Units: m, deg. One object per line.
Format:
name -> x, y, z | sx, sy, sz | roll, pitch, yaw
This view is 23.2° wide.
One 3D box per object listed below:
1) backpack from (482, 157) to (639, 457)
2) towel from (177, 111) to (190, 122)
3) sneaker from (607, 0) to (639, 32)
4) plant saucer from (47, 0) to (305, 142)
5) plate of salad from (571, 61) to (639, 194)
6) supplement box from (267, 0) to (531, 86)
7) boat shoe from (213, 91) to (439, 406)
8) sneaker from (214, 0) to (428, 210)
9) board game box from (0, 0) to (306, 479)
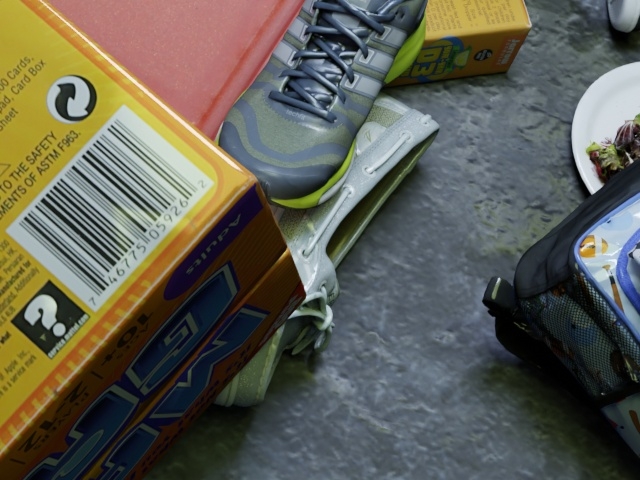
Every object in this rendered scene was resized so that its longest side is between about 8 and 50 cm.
backpack -> 0.318, 0.059, 1.218 | 0.276, 0.213, 0.263 | -37, 97, -24
towel -> -0.176, -0.166, 1.338 | 0.197, 0.029, 0.144 | 29, 62, 4
sneaker -> 0.345, -0.280, 1.477 | 0.121, 0.079, 0.216 | 14, 60, -4
plant saucer -> -0.134, -0.239, 1.277 | 0.259, 0.048, 0.258 | 33, 92, -5
plate of salad -> 0.323, -0.082, 1.387 | 0.200, 0.048, 0.199 | 5, 62, -10
supplement box -> 0.062, -0.185, 1.370 | 0.233, 0.078, 0.080 | -11, 65, -16
boat shoe -> 0.000, 0.000, 1.240 | 0.103, 0.118, 0.320 | 22, 54, 5
sneaker -> 0.006, -0.145, 1.205 | 0.111, 0.121, 0.300 | 23, 51, 6
board game box -> -0.267, 0.022, 0.976 | 0.356, 0.356, 0.356 | 41, 84, 10
